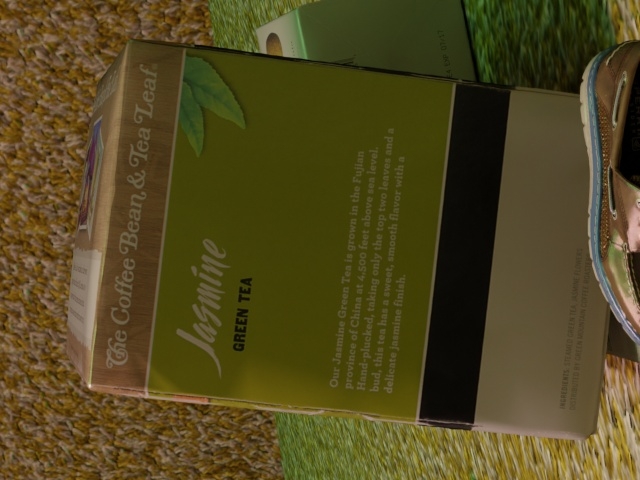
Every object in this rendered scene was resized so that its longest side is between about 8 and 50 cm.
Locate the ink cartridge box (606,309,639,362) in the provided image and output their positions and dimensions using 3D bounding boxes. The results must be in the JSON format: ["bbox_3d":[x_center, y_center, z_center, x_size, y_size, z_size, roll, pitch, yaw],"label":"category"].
[{"bbox_3d":[0.196,0.042,1.251,0.115,0.029,0.063,-167,64,-81],"label":"ink cartridge box"}]

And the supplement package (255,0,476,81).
[{"bbox_3d":[0.037,-0.135,1.640,0.244,0.133,0.139,-170,68,-80],"label":"supplement package"}]

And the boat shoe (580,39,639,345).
[{"bbox_3d":[0.187,-0.023,1.097,0.066,0.066,0.183,153,104,-79],"label":"boat shoe"}]

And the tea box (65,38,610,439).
[{"bbox_3d":[0.000,0.000,1.322,0.329,0.323,0.220,180,97,-81],"label":"tea box"}]
